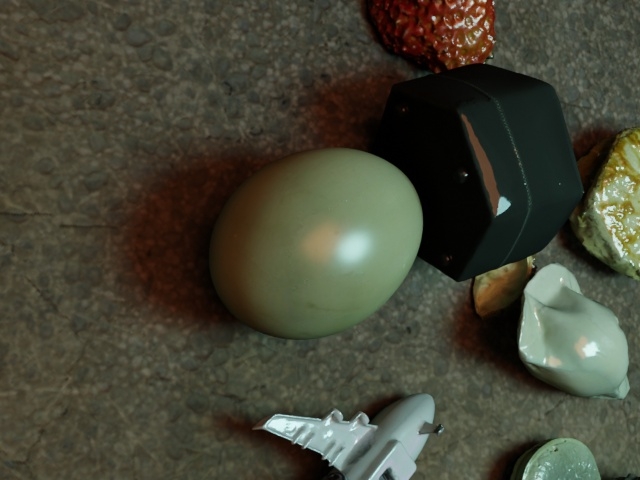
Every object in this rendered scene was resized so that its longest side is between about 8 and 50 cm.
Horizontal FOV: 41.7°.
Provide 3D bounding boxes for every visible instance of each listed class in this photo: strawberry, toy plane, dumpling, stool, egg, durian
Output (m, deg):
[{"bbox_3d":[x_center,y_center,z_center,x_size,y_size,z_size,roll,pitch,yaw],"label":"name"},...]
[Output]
[{"bbox_3d":[0.140,-0.306,1.008,0.236,0.107,0.175,34,70,-16],"label":"strawberry"},{"bbox_3d":[0.045,0.255,0.890,0.255,0.101,0.251,-40,112,-24],"label":"toy plane"},{"bbox_3d":[0.306,0.112,1.023,0.229,0.124,0.151,33,50,-38],"label":"dumpling"},{"bbox_3d":[0.164,-0.077,0.930,0.141,0.232,0.232,-19,91,-24],"label":"stool"},{"bbox_3d":[0.000,0.000,0.858,0.242,0.186,0.186,-24,93,-31],"label":"egg"},{"bbox_3d":[0.231,0.040,1.031,0.066,0.052,0.130,22,77,-20],"label":"durian"}]

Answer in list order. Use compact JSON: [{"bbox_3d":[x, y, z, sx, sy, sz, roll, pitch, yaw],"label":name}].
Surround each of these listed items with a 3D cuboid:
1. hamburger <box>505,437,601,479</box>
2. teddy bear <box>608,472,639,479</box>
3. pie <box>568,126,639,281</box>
[{"bbox_3d":[0.281,0.310,1.011,0.133,0.062,0.140,-11,85,-29],"label":"hamburger"},{"bbox_3d":[0.452,0.343,1.042,0.251,0.144,0.171,-1,69,-27],"label":"teddy bear"},{"bbox_3d":[0.412,-0.049,1.107,0.179,0.084,0.205,44,66,-14],"label":"pie"}]
